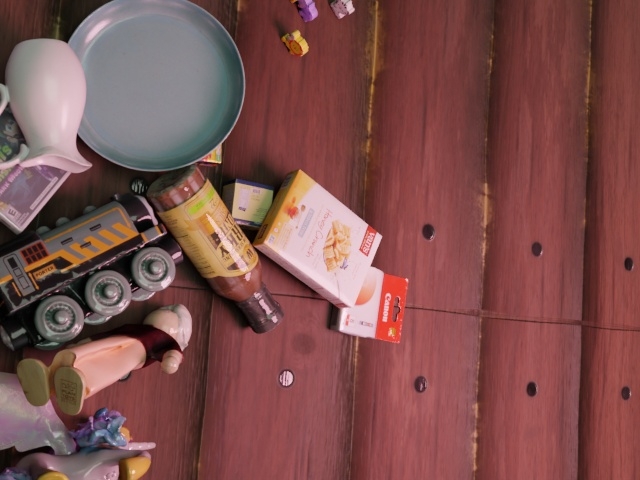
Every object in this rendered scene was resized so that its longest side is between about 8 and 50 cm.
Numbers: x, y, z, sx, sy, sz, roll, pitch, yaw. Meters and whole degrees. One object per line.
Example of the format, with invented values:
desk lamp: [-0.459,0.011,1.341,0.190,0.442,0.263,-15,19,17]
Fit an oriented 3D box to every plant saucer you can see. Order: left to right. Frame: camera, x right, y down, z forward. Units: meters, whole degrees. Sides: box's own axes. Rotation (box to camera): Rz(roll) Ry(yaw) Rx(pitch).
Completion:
plant saucer: [-0.293,-0.275,1.503,0.318,0.044,0.317,1,84,-9]

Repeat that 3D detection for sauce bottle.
sauce bottle: [-0.180,0.022,1.558,0.111,0.111,0.344,-46,119,-26]

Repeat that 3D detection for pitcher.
pitcher: [-0.466,-0.215,1.377,0.178,0.125,0.207,-4,86,-33]

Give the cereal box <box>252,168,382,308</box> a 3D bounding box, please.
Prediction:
cereal box: [0.000,0.000,1.655,0.240,0.047,0.173,36,63,-27]

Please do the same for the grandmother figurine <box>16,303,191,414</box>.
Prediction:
grandmother figurine: [-0.316,0.179,1.393,0.342,0.208,0.104,-29,132,-64]

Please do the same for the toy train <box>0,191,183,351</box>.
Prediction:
toy train: [-0.394,0.048,1.420,0.334,0.142,0.190,-30,92,-30]

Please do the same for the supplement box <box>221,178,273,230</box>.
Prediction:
supplement box: [-0.141,-0.066,1.624,0.083,0.056,0.083,11,80,-31]

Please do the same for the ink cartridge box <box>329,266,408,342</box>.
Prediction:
ink cartridge box: [0.112,0.132,1.772,0.179,0.045,0.145,14,79,-27]

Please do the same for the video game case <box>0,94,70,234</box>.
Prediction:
video game case: [-0.506,-0.132,1.395,0.173,0.022,0.190,44,48,-21]

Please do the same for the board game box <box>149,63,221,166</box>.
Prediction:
board game box: [-0.253,-0.229,1.574,0.141,0.048,0.170,3,85,-32]

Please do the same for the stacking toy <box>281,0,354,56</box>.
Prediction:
stacking toy: [-0.048,-0.505,1.721,0.167,0.052,0.221,-43,107,-27]

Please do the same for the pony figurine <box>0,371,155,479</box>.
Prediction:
pony figurine: [-0.415,0.359,1.292,0.351,0.363,0.302,0,93,-16]
